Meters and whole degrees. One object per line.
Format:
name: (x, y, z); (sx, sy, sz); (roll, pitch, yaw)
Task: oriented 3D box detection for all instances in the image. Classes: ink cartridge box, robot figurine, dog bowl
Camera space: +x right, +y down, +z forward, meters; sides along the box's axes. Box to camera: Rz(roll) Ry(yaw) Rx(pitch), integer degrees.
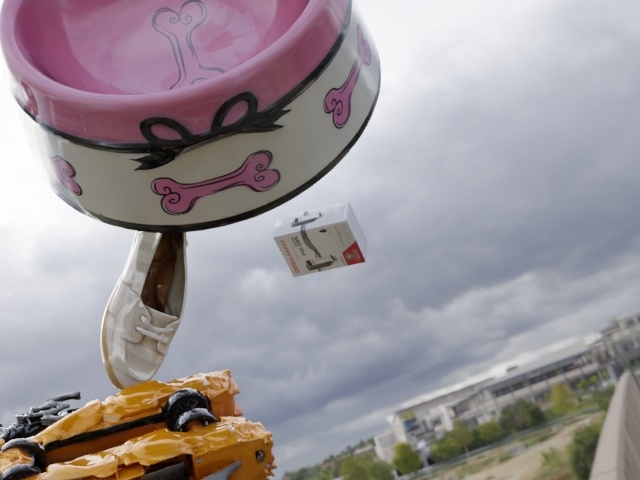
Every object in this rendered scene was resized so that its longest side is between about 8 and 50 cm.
ink cartridge box: (0.000, 0.000, 1.232); (0.135, 0.056, 0.099); (-13, -54, 18)
robot figurine: (-0.200, 0.212, 0.672); (0.291, 0.085, 0.211); (-13, 21, -20)
dog bowl: (-0.144, -0.215, 0.764); (0.408, 0.407, 0.150); (-19, -34, -3)

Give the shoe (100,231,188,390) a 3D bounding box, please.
shoe: (-0.192, 0.061, 0.813); (0.077, 0.218, 0.058); (24, -28, -37)
